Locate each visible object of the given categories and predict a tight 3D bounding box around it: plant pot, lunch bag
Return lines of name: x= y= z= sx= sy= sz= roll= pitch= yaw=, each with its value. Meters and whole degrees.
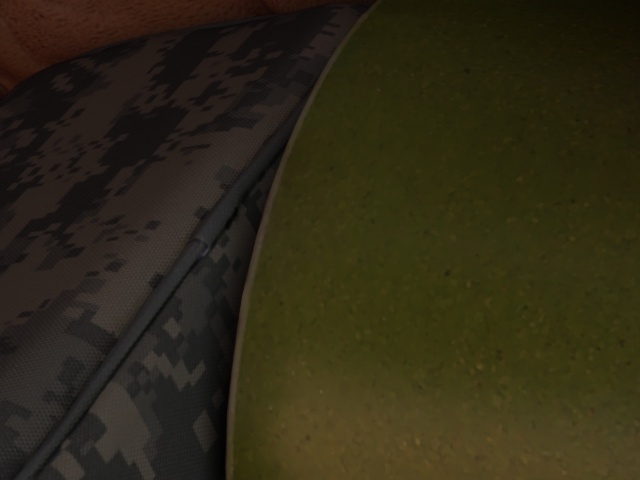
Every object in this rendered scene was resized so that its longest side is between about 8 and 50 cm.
plant pot: x=0.170 y=0.057 z=0.536 sx=0.294 sy=0.275 sz=0.274 roll=5 pitch=111 yaw=29
lunch bag: x=-0.058 y=0.102 z=0.636 sx=0.213 sy=0.305 sz=0.256 roll=-8 pitch=122 yaw=37

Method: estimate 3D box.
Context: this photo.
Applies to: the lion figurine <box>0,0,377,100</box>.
lion figurine: x=-0.061 y=-0.120 z=0.728 sx=0.392 sy=0.142 sz=0.240 roll=8 pitch=146 yaw=40
